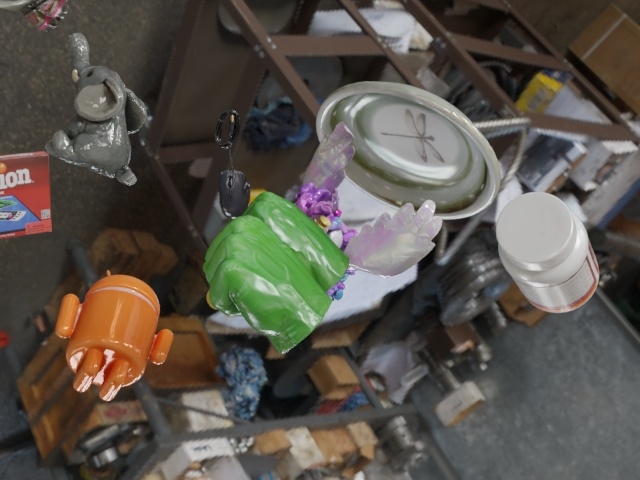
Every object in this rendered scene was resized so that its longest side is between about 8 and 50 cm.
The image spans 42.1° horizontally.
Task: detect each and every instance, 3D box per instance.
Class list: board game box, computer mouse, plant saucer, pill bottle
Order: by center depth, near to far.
[{"bbox_3d":[0.320,0.018,1.173,0.121,0.121,0.221,-38,149,7],"label":"pill bottle"},{"bbox_3d":[-0.595,-0.065,1.395,0.281,0.027,0.145,-12,115,-37],"label":"board game box"},{"bbox_3d":[0.188,-0.202,1.709,0.401,0.400,0.101,83,31,-58],"label":"plant saucer"},{"bbox_3d":[-0.194,-0.161,1.804,0.071,0.041,0.242,-2,106,7],"label":"computer mouse"}]

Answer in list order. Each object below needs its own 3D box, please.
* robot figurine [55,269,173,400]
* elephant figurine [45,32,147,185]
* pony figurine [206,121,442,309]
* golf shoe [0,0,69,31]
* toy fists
[{"bbox_3d":[-0.327,0.146,1.330,0.157,0.220,0.128,-5,134,10],"label":"robot figurine"},{"bbox_3d":[-0.418,-0.255,1.587,0.185,0.169,0.240,20,92,-27],"label":"elephant figurine"},{"bbox_3d":[0.000,0.000,1.565,0.363,0.303,0.351,-22,156,-48],"label":"pony figurine"},{"bbox_3d":[-0.180,-0.197,0.526,0.085,0.068,0.186,23,153,-31],"label":"golf shoe"},{"bbox_3d":[-0.056,0.027,0.977,0.096,0.142,0.279,-40,-174,19],"label":"toy fists"}]
